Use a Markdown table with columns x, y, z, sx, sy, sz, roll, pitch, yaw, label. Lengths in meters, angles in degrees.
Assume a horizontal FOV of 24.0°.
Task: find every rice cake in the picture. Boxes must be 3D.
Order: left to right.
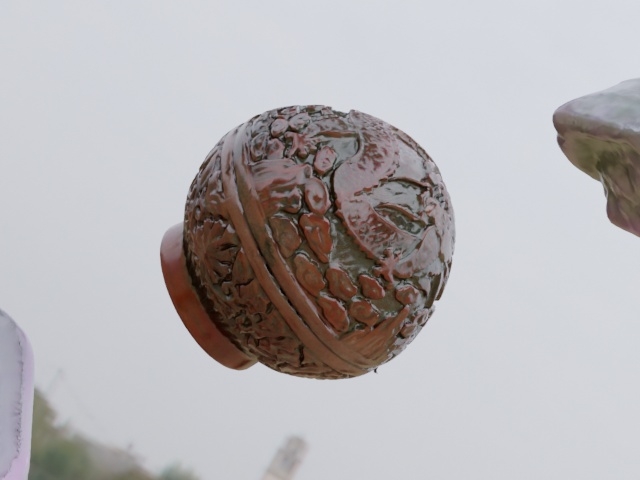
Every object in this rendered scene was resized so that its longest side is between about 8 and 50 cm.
| x | y | z | sx | sy | sz | roll | pitch | yaw | label |
| --- | --- | --- | --- | --- | --- | --- | --- | --- | --- |
| 0.172 | -0.045 | 0.493 | 0.270 | 0.049 | 0.055 | -16 | 6 | -40 | rice cake |

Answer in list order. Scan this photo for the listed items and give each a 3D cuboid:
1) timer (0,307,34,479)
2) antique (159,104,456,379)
| x | y | z | sx | sy | sz | roll | pitch | yaw | label |
| --- | --- | --- | --- | --- | --- | --- | --- | --- | --- |
| -0.280 | 0.108 | 0.908 | 0.208 | 0.191 | 0.069 | 4 | -48 | -11 | timer |
| 0.000 | 0.000 | 0.528 | 0.104 | 0.104 | 0.104 | 29 | -12 | 7 | antique |
